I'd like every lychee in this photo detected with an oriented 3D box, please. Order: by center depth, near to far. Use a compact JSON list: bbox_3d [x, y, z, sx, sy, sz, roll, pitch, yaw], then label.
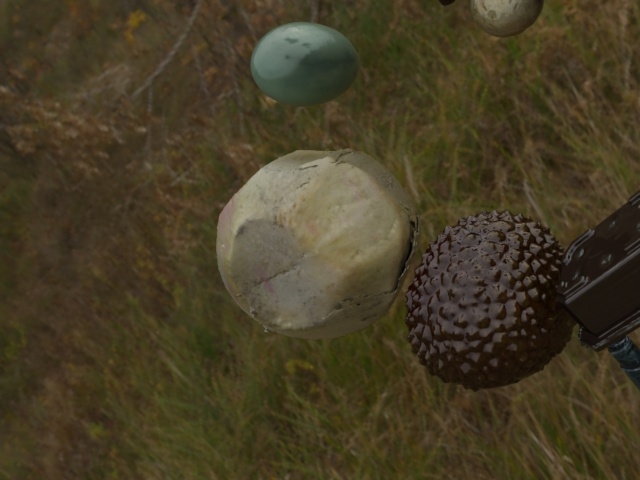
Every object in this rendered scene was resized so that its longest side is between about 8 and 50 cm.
[{"bbox_3d":[0.252,0.084,1.422,0.267,0.267,0.267,-26,33,18],"label":"lychee"}]

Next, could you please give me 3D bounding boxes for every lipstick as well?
[{"bbox_3d":[0.498,0.175,1.601,0.053,0.234,0.053,-41,20,18],"label":"lipstick"}]

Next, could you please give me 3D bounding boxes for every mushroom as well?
[{"bbox_3d":[0.392,-0.505,1.984,0.166,0.127,0.166,-8,78,38],"label":"mushroom"}]

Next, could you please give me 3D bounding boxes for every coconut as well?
[{"bbox_3d":[0.000,0.000,1.655,0.353,0.352,0.352,-26,33,18],"label":"coconut"}]

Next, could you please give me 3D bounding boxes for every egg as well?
[{"bbox_3d":[-0.029,-0.355,1.915,0.231,0.168,0.168,-5,20,-26],"label":"egg"}]

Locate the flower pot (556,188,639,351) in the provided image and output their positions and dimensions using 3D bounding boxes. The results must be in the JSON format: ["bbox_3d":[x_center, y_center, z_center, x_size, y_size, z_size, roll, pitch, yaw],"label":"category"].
[{"bbox_3d":[0.395,0.019,1.213,0.251,0.084,0.179,-45,15,44],"label":"flower pot"}]

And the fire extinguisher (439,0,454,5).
[{"bbox_3d":[0.182,-0.465,1.601,0.045,0.078,0.157,-49,64,34],"label":"fire extinguisher"}]
